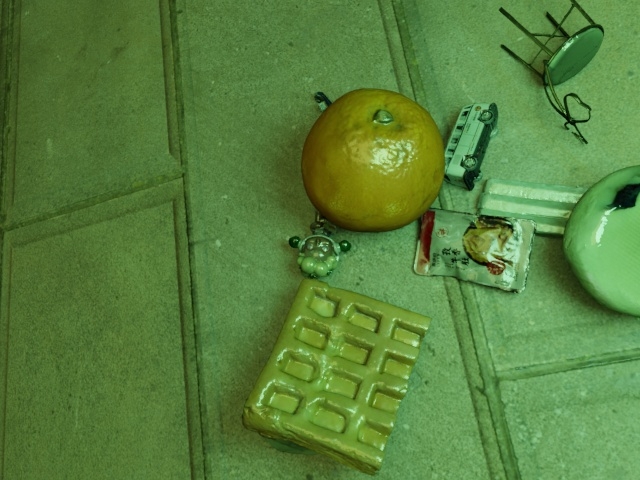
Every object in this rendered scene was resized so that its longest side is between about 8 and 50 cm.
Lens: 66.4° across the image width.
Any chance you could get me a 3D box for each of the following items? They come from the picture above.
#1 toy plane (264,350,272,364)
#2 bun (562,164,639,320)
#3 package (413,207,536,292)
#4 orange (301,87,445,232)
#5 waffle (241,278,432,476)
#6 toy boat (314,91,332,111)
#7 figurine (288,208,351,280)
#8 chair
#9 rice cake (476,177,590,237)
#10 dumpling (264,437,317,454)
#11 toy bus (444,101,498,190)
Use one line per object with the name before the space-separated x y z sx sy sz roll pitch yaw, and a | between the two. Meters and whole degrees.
toy plane | -0.042 0.276 1.092 0.174 0.080 0.174 2 95 18
bun | 0.573 0.001 0.911 0.283 0.179 0.283 0 90 -8
package | 0.324 0.017 1.047 0.239 0.030 0.154 9 88 28
orange | 0.111 -0.166 1.041 0.312 0.312 0.312 -5 75 17
waffle | 0.033 0.256 0.995 0.304 0.077 0.348 18 59 13
toy boat | 0.008 -0.350 1.262 0.038 0.038 0.083 -39 68 5
figurine | 0.000 0.000 1.143 0.147 0.093 0.197 4 76 9
chair | 0.524 -0.383 1.039 0.170 0.160 0.325 -33 64 9
rice cake | 0.446 -0.071 1.041 0.211 0.038 0.124 15 81 22
dumpling | -0.034 0.387 1.049 0.219 0.152 0.108 3 53 10
toy bus | 0.333 -0.216 1.094 0.089 0.087 0.194 18 83 32
